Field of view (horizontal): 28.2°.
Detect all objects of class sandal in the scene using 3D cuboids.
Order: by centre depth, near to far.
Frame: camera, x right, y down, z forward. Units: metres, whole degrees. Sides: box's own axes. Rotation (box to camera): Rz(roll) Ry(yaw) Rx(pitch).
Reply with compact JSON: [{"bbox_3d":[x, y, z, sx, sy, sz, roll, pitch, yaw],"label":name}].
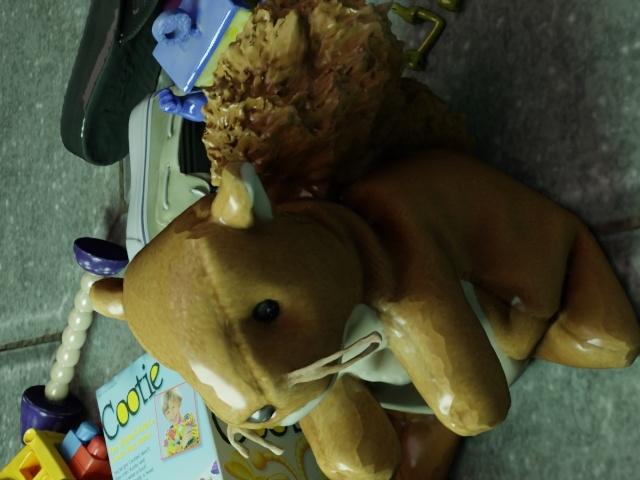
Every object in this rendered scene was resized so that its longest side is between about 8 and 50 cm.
[{"bbox_3d":[-0.177,-0.287,1.440,0.107,0.167,0.446,25,113,21],"label":"sandal"}]

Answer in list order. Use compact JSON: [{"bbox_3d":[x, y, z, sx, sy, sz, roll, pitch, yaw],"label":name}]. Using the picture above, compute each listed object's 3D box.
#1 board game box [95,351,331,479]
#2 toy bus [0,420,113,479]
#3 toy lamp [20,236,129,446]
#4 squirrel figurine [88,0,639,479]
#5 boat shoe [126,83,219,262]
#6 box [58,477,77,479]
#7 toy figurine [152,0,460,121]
[{"bbox_3d":[-0.071,0.227,1.078,0.144,0.142,0.275,-37,58,37],"label":"board game box"},{"bbox_3d":[-0.276,0.314,1.478,0.211,0.149,0.220,-53,50,9],"label":"toy bus"},{"bbox_3d":[-0.310,0.133,1.568,0.080,0.080,0.275,34,111,45],"label":"toy lamp"},{"bbox_3d":[0.000,0.000,1.010,0.281,0.370,0.397,-35,60,41],"label":"squirrel figurine"},{"bbox_3d":[-0.149,-0.044,1.389,0.094,0.109,0.302,-32,60,40],"label":"boat shoe"},{"bbox_3d":[-0.199,0.398,1.295,0.231,0.127,0.262,8,92,11],"label":"box"},{"bbox_3d":[-0.047,-0.195,1.206,0.362,0.217,0.191,-54,49,31],"label":"toy figurine"}]
